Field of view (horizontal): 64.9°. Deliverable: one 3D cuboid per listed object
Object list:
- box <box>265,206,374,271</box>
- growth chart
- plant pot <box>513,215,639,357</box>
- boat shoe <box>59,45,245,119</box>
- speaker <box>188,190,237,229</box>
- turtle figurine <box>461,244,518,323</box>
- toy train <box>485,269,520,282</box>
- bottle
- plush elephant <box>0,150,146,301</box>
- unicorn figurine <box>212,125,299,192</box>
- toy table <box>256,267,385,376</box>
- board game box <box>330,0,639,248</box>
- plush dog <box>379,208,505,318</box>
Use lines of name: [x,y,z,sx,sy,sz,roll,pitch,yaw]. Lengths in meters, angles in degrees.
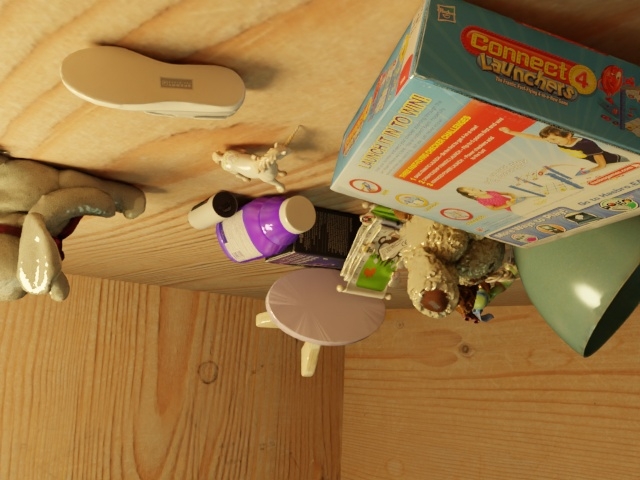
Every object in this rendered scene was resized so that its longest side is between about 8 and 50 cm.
box: [0.000,0.000,1.130,0.206,0.108,0.153,9,165,-27]
growth chart: [0.129,0.028,1.080,0.171,0.238,0.021,4,-152,-25]
plant pot: [0.460,0.028,0.878,0.195,0.290,0.290,39,-168,36]
boat shoe: [-0.176,-0.163,0.545,0.184,0.066,0.063,-4,169,-17]
speaker: [-0.221,-0.059,1.028,0.055,0.055,0.136,11,166,-32]
turtle figurine: [0.415,0.060,1.340,0.197,0.275,0.266,-23,-177,12]
toy train: [0.331,0.027,1.135,0.247,0.144,0.105,-6,174,16]
bottle: [-0.113,-0.027,1.006,0.092,0.118,0.282,-29,-173,-35]
plush elephant: [-0.507,-0.001,0.881,0.271,0.256,0.330,-2,167,20]
unicorn figurine: [-0.090,-0.112,0.745,0.161,0.060,0.111,-2,168,17]
toy table: [-0.006,0.177,1.181,0.274,0.252,0.161,18,149,-12]
board game box: [0.192,-0.096,0.563,0.301,0.086,0.308,16,166,-8]
plush dog: [0.264,0.013,0.967,0.225,0.263,0.210,24,-169,-36]
